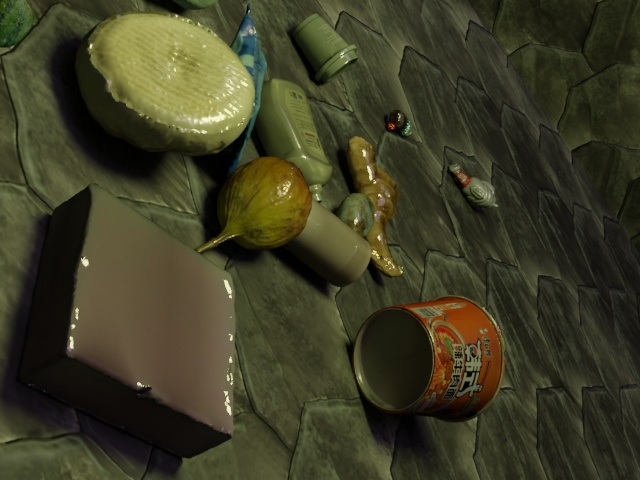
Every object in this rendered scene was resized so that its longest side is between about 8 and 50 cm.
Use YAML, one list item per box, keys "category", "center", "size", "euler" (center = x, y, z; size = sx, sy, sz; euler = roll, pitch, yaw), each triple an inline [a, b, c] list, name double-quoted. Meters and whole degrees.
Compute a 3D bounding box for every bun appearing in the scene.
- category: "bun"
  center: [-0.248, -0.236, 1.521]
  size: [0.287, 0.146, 0.287]
  euler: [14, 49, -17]

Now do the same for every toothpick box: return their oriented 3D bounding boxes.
- category: "toothpick box"
  center: [0.000, 0.000, 1.786]
  size: [0.180, 0.111, 0.111]
  euler: [38, 37, -35]

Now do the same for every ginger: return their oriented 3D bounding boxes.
- category: "ginger"
  center: [0.120, -0.069, 2.074]
  size: [0.148, 0.081, 0.334]
  euler: [30, 48, -45]

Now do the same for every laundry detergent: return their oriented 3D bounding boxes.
- category: "laundry detergent"
  center: [-0.048, -0.188, 1.890]
  size: [0.181, 0.091, 0.253]
  euler: [8, 58, -63]

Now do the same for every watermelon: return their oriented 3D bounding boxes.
- category: "watermelon"
  center: [-0.457, -0.326, 1.374]
  size: [0.092, 0.084, 0.072]
  euler: [86, -19, -45]

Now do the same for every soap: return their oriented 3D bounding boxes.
- category: "soap"
  center: [-0.243, 0.110, 1.297]
  size: [0.296, 0.107, 0.286]
  euler: [39, 36, -37]

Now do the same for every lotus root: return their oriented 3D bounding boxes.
- category: "lotus root"
  center: [0.065, -0.038, 1.953]
  size: [0.088, 0.088, 0.165]
  euler: [50, 36, -22]

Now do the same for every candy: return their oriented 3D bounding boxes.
- category: "candy"
  center: [-0.146, -0.270, 1.739]
  size: [0.077, 0.187, 0.331]
  euler: [10, 50, -10]

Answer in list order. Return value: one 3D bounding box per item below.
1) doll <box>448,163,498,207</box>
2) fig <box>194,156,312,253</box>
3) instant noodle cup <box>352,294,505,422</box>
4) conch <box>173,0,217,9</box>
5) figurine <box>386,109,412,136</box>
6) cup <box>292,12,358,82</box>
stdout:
- category: "doll"
  center: [0.426, -0.149, 2.657]
  size: [0.180, 0.079, 0.094]
  euler: [41, 8, -10]
- category: "fig"
  center: [-0.129, -0.040, 1.609]
  size: [0.257, 0.159, 0.159]
  euler: [-40, 101, -40]
- category: "instant noodle cup"
  center: [0.194, 0.221, 1.794]
  size: [0.192, 0.250, 0.251]
  euler: [8, 59, -47]
- category: "conch"
  center: [-0.274, -0.522, 1.776]
  size: [0.221, 0.121, 0.185]
  euler: [35, 42, -29]
- category: "figurine"
  center: [0.205, -0.296, 2.450]
  size: [0.106, 0.047, 0.060]
  euler: [29, 78, -56]
- category: "cup"
  center: [0.006, -0.444, 2.184]
  size: [0.141, 0.120, 0.120]
  euler: [51, 29, 0]
